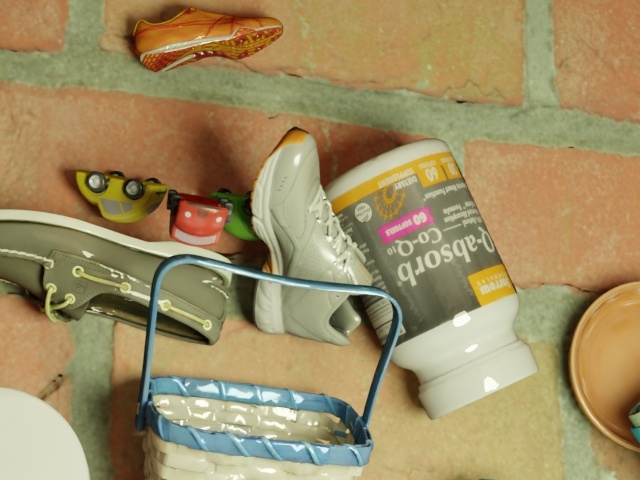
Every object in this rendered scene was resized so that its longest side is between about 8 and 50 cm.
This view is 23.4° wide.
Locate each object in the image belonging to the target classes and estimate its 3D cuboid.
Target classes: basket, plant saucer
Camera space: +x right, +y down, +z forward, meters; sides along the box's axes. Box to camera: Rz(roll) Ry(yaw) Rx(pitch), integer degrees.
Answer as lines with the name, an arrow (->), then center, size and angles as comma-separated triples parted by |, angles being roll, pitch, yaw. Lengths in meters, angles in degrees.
basket -> -0.068, 0.169, 1.550 | 0.254, 0.201, 0.289 | 12, 103, -15
plant saucer -> 0.374, 0.147, 1.769 | 0.200, 0.037, 0.200 | 3, 76, -13

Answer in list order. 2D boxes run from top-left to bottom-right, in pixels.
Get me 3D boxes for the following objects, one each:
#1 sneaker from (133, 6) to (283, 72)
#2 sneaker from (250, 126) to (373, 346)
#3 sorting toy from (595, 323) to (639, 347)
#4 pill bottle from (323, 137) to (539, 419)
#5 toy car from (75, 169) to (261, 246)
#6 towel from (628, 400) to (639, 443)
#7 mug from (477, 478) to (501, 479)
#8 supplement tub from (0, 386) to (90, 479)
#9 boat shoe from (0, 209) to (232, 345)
sneaker -> -0.125, -0.238, 1.742 | 0.175, 0.064, 0.067 | -9, 68, -22
sneaker -> 0.000, 0.000, 1.607 | 0.121, 0.262, 0.099 | 16, 43, 19
sorting toy -> 0.438, 0.147, 1.819 | 0.208, 0.038, 0.193 | -24, 83, -22
pill bottle -> 0.120, 0.042, 1.684 | 0.162, 0.162, 0.278 | -22, 82, -22
toy car -> -0.120, -0.028, 1.649 | 0.225, 0.239, 0.053 | 5, 98, -43
towel -> 0.503, 0.275, 1.737 | 0.271, 0.040, 0.370 | -38, 102, -36
mug -> 0.174, 0.307, 1.642 | 0.157, 0.129, 0.097 | 23, 66, -9
supplement tub -> -0.317, 0.240, 1.431 | 0.191, 0.272, 0.191 | 5, 74, -16
boat shoe -> -0.240, 0.040, 1.601 | 0.305, 0.109, 0.091 | 12, 67, -18
